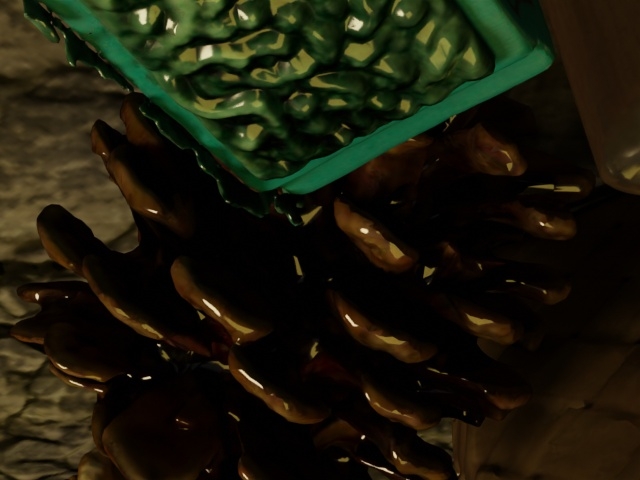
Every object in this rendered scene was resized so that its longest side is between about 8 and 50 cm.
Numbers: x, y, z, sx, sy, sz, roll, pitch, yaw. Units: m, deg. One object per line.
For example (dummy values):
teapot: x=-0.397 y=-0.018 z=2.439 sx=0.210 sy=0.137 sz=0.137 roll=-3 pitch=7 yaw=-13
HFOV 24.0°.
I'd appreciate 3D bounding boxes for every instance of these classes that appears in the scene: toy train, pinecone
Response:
toy train: x=-0.024 y=-0.112 z=0.394 sx=0.112 sy=0.163 sz=0.203 roll=-29 pitch=138 yaw=21
pinecone: x=0.001 y=0.000 z=0.546 sx=0.185 sy=0.212 sz=0.168 roll=33 pitch=176 yaw=5

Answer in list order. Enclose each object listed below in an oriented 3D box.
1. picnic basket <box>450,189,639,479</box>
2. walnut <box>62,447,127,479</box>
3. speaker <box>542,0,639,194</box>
picnic basket: x=0.215 y=0.142 z=0.619 sx=0.293 sy=0.337 sz=0.337 roll=-27 pitch=141 yaw=18
walnut: x=-0.095 y=0.155 z=0.815 sx=0.143 sy=0.069 sz=0.170 roll=9 pitch=141 yaw=-26
speaker: x=0.143 y=-0.119 z=0.368 sx=0.153 sy=0.231 sz=0.192 roll=23 pitch=132 yaw=-37
